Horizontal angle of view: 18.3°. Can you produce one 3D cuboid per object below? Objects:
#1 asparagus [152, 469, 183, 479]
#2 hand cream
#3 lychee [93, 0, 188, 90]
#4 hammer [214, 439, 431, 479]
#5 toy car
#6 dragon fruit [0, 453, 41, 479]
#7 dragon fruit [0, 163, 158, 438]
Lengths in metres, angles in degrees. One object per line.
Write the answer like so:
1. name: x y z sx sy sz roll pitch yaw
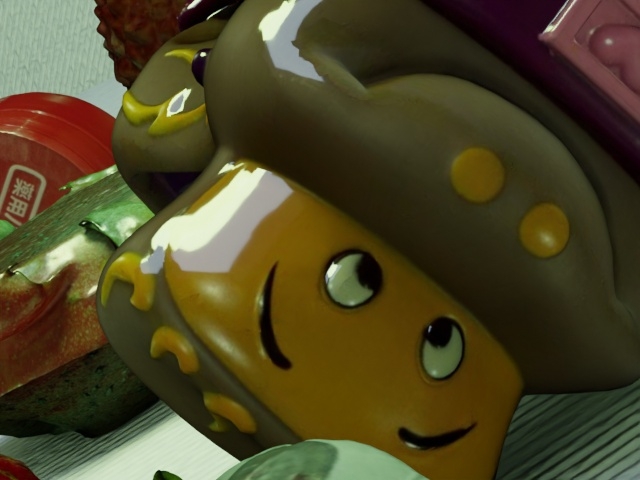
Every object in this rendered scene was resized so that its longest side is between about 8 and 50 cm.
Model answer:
1. asparagus: -0.061 0.144 0.837 0.034 0.027 0.236 -9 13 -1
2. hand cream: -0.216 -0.008 1.461 0.193 0.193 0.125 -26 14 19
3. lychee: -0.056 -0.193 1.671 0.264 0.264 0.300 -36 33 -27
4. hammer: 0.074 0.113 0.480 0.336 0.119 0.206 -15 17 28
5. toy car: 0.019 -0.011 0.851 0.240 0.271 0.341 -53 14 -12
6. dragon fruit: -0.144 0.145 0.898 0.094 0.094 0.190 -35 17 -23
7. dragon fruit: -0.152 0.036 1.251 0.268 0.130 0.295 -35 13 -16
